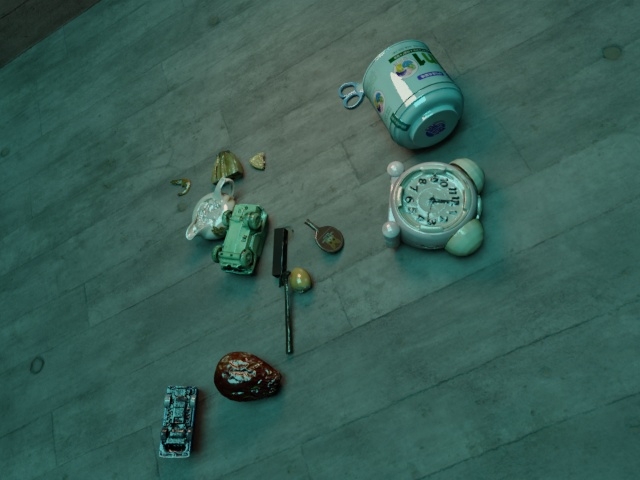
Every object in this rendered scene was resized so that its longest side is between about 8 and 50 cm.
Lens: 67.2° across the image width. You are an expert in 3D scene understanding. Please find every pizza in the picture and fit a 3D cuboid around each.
[{"bbox_3d":[-0.259,-0.342,2.059,0.083,0.025,0.078,32,89,21],"label":"pizza"}]

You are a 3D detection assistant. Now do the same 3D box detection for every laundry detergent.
[{"bbox_3d":[0.342,-0.507,1.737,0.287,0.287,0.306,-30,62,9],"label":"laundry detergent"}]

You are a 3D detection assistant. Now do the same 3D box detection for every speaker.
[{"bbox_3d":[-0.157,0.047,1.864,0.046,0.040,0.191,-7,69,20],"label":"speaker"}]

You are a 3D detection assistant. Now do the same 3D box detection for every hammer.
[{"bbox_3d":[-0.122,0.261,1.749,0.026,0.125,0.298,0,75,-19],"label":"hammer"}]

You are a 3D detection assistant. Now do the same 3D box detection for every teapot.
[{"bbox_3d":[-0.436,-0.116,1.982,0.204,0.139,0.298,21,80,29],"label":"teapot"}]

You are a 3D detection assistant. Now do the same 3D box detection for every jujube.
[{"bbox_3d":[-0.254,0.481,1.685,0.236,0.168,0.168,10,74,9],"label":"jujube"}]

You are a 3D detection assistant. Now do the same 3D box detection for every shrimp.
[{"bbox_3d":[-0.640,-0.242,2.176,0.114,0.023,0.083,7,76,20],"label":"shrimp"}]

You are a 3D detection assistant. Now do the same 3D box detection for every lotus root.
[{"bbox_3d":[-0.400,-0.316,2.082,0.142,0.070,0.144,-15,70,22],"label":"lotus root"}]

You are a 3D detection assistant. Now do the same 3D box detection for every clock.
[{"bbox_3d":[0.389,-0.116,1.637,0.325,0.184,0.343,1,76,17],"label":"clock"}]

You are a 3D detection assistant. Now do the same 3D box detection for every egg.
[{"bbox_3d":[-0.075,0.143,1.773,0.080,0.080,0.097,-20,60,14],"label":"egg"}]

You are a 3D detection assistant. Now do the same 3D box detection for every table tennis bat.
[{"bbox_3d":[0.000,0.000,1.840,0.169,0.119,0.107,39,60,7],"label":"table tennis bat"}]

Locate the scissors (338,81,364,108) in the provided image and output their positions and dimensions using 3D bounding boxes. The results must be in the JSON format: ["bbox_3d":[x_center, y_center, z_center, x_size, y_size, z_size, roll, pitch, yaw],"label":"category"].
[{"bbox_3d":[0.199,-0.643,1.989,0.255,0.030,0.125,-27,65,13],"label":"scissors"}]

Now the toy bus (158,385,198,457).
[{"bbox_3d":[-0.502,0.645,1.722,0.115,0.134,0.234,5,70,-9],"label":"toy bus"}]

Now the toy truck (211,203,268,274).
[{"bbox_3d":[-0.302,-0.004,1.875,0.154,0.156,0.279,5,73,23],"label":"toy truck"}]
